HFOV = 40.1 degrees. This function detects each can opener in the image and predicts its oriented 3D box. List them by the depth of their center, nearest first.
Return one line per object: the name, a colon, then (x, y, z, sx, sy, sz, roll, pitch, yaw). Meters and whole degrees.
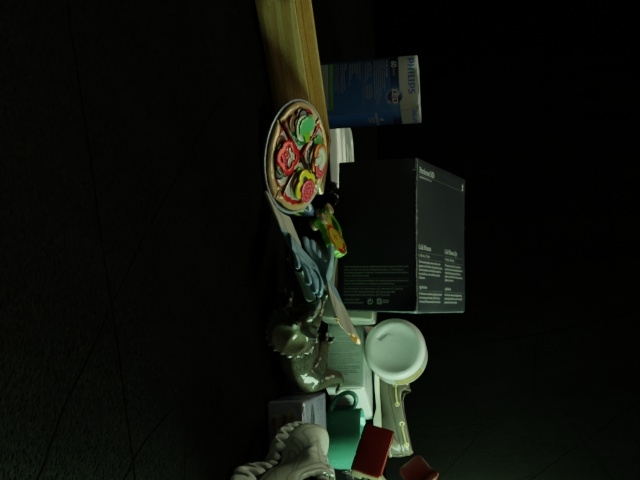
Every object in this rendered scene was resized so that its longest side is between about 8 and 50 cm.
can opener: (0.025, -0.121, 2.186, 0.059, 0.073, 0.186, 46, 14, -8)

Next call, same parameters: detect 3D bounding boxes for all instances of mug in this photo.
mug: (0.047, 0.424, 1.932, 0.129, 0.097, 0.157, 75, 13, -52)

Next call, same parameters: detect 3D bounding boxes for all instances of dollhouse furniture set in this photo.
dollhouse furniture set: (0.120, 0.553, 1.701, 0.152, 0.201, 0.374, 73, 34, -61)

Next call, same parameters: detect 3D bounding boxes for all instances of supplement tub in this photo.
supplement tub: (0.185, 0.272, 2.120, 0.199, 0.144, 0.144, 59, 29, -74)

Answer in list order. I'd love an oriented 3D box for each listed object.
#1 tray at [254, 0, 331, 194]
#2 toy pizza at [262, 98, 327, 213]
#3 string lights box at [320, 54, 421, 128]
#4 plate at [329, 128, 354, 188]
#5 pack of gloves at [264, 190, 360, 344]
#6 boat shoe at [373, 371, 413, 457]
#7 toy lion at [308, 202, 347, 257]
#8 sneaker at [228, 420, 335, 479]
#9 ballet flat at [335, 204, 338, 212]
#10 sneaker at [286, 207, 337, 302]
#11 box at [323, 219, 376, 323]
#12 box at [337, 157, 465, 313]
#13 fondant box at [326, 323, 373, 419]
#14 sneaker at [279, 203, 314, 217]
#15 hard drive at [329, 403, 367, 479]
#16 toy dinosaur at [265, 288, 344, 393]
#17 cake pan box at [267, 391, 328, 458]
tray: (-0.047, -0.311, 1.649, 0.203, 0.076, 0.411, -82, 165, -52)
toy pizza: (-0.035, -0.146, 1.536, 0.201, 0.032, 0.201, -21, 115, -56)
string lights box: (0.089, -0.323, 1.932, 0.077, 0.260, 0.133, 63, 26, -71)
plate: (0.063, -0.229, 2.479, 0.278, 0.045, 0.277, 36, 52, -79)
pack of gloves: (0.000, 0.033, 1.446, 0.195, 0.046, 0.232, 52, 9, -41)
boat shoe: (0.185, 0.392, 2.257, 0.116, 0.097, 0.324, 70, 19, -68)
toy lion: (0.021, -0.015, 1.706, 0.096, 0.034, 0.100, 55, 21, -12)
sneaker: (-0.028, 0.336, 1.246, 0.292, 0.118, 0.110, -27, 112, -71)
ballet flat: (0.088, -0.097, 2.240, 0.280, 0.095, 0.096, -135, -120, -77)
sneaker: (-0.014, 0.002, 1.723, 0.118, 0.083, 0.222, 65, 18, -50)
box: (0.072, 0.079, 2.064, 0.148, 0.127, 0.232, 60, 34, -77)
box: (0.184, 0.001, 1.908, 0.343, 0.179, 0.312, 11, 80, -64)
fondant box: (0.078, 0.260, 2.221, 0.238, 0.096, 0.330, 74, 16, -59)
sneaker: (-0.043, -0.075, 1.651, 0.144, 0.053, 0.059, 46, 40, -79)
hard drive: (0.070, 0.555, 2.165, 0.339, 0.064, 0.236, 66, 22, -66)
toy dinosaur: (-0.032, 0.185, 1.511, 0.313, 0.121, 0.160, 83, 20, -44)
cake pan box: (-0.032, 0.397, 1.501, 0.246, 0.070, 0.266, 23, 64, -79)
